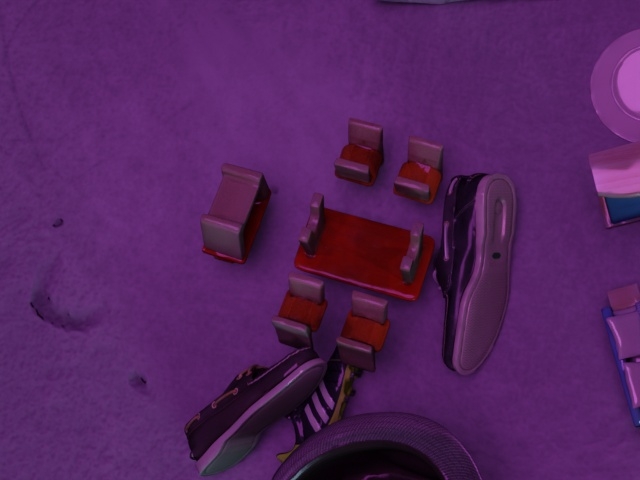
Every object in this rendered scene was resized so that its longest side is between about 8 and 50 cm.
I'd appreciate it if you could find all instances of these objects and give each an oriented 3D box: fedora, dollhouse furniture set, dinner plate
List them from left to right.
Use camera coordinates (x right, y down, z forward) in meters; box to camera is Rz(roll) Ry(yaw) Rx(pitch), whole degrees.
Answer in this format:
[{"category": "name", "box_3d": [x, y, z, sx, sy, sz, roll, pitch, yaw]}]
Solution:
[{"category": "dollhouse furniture set", "box_3d": [0.000, 0.000, 1.748, 0.259, 0.135, 0.262, 16, 70, 11]}, {"category": "fedora", "box_3d": [0.071, 0.313, 1.641, 0.275, 0.124, 0.244, -26, 74, 17]}, {"category": "dinner plate", "box_3d": [0.383, -0.181, 1.746, 0.141, 0.017, 0.141, -2, 82, 14]}, {"category": "dollhouse furniture set", "box_3d": [0.438, 0.043, 1.601, 0.286, 0.198, 0.303, -15, 78, 11]}]

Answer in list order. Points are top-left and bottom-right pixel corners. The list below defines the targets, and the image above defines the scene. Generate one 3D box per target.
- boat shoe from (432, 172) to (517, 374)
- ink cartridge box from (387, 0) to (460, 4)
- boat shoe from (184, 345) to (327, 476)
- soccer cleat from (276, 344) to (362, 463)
[{"category": "boat shoe", "box_3d": [0.170, 0.038, 1.737, 0.079, 0.084, 0.233, 5, 86, 42]}, {"category": "ink cartridge box", "box_3d": [0.177, -0.376, 1.819, 0.224, 0.056, 0.181, 3, 81, -5]}, {"category": "boat shoe", "box_3d": [-0.081, 0.184, 1.727, 0.228, 0.081, 0.069, -45, 62, 31]}, {"category": "soccer cleat", "box_3d": [-0.001, 0.185, 1.753, 0.072, 0.060, 0.179, 17, 88, 14]}]
